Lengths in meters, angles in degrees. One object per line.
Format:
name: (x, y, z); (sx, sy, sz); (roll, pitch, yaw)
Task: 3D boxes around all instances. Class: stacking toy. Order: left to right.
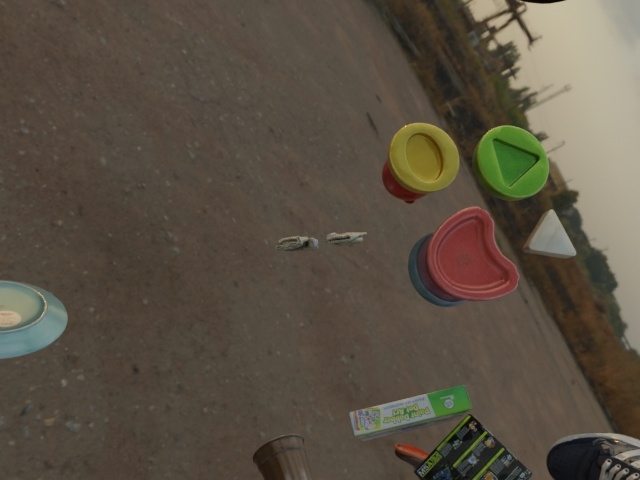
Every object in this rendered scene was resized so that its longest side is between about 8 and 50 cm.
stacking toy: (0.255, -0.046, 1.001); (0.130, 0.280, 0.308); (128, -51, -71)

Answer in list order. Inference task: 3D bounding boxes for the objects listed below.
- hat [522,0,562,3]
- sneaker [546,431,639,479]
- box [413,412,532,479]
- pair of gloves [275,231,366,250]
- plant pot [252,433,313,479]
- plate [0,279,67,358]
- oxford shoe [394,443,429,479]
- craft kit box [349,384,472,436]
hat: (0.303, -0.349, 0.573); (0.134, 0.331, 0.331); (22, 44, -41)
sneaker: (0.382, 0.308, 0.684); (0.153, 0.282, 0.099); (2, 92, -44)
box: (0.339, 0.522, 1.303); (0.184, 0.191, 0.045); (42, -10, 29)
pair of gloves: (0.000, 0.000, 1.659); (0.204, 0.240, 0.042); (5, 78, -70)
plant pot: (-0.098, 0.696, 1.732); (0.167, 0.167, 0.165); (39, 16, -48)
plate: (-0.463, 0.101, 0.833); (0.188, 0.024, 0.188); (16, 23, -7)
oxford shoe: (0.328, 0.709, 1.775); (0.271, 0.098, 0.097); (32, -5, -13)
craft kit box: (0.196, 0.391, 1.297); (0.246, 0.250, 0.060); (73, 3, -70)
